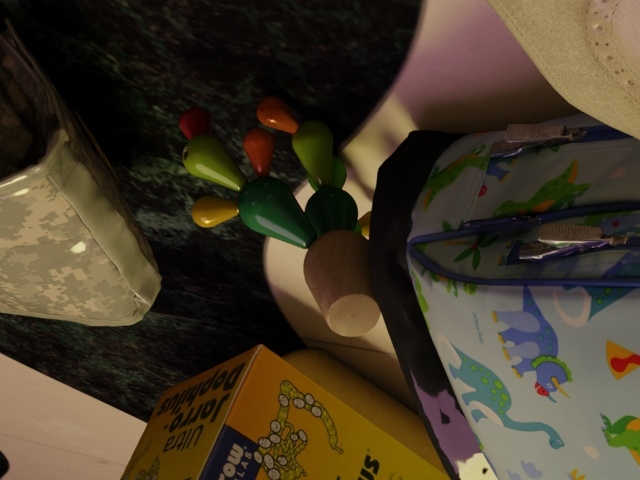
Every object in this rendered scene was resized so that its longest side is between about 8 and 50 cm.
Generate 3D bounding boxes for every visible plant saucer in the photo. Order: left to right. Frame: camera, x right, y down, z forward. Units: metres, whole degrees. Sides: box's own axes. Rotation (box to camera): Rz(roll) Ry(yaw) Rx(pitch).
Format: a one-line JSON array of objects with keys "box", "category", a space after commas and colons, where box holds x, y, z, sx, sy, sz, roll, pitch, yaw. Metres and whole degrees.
[{"box": [0.015, 0.240, 1.316, 0.332, 0.081, 0.333, 35, 144, -15], "category": "plant saucer"}]

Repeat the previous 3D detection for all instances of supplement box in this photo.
[{"box": [-0.006, 0.293, 1.158, 0.356, 0.195, 0.194, 37, 143, -19], "category": "supplement box"}]

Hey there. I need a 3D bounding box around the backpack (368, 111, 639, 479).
[{"box": [0.213, 0.055, 0.668, 0.355, 0.273, 0.290, -12, 111, 31], "category": "backpack"}]

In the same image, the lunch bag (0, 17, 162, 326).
[{"box": [-0.263, -0.052, 0.911, 0.287, 0.169, 0.235, 18, 155, 19], "category": "lunch bag"}]

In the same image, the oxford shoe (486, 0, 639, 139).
[{"box": [0.188, -0.079, 0.479, 0.397, 0.140, 0.146, 43, 159, -3], "category": "oxford shoe"}]

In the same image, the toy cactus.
[{"box": [0.000, 0.000, 0.805, 0.219, 0.180, 0.112, 34, 113, -27], "category": "toy cactus"}]
